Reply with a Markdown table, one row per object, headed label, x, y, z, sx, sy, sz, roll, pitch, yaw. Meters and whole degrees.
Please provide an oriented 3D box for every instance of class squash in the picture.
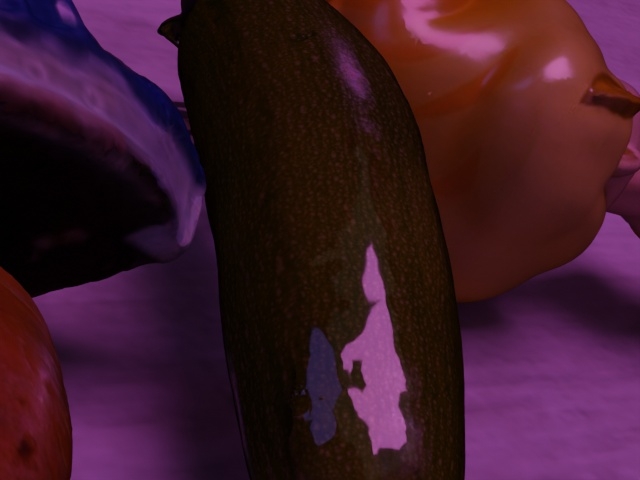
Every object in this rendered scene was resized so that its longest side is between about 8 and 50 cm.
| label | x | y | z | sx | sy | sz | roll | pitch | yaw |
| --- | --- | --- | --- | --- | --- | --- | --- | --- | --- |
| squash | 0.000 | -0.001 | 0.582 | 0.071 | 0.080 | 0.318 | -8 | 45 | -6 |

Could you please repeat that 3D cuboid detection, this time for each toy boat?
| label | x | y | z | sx | sy | sz | roll | pitch | yaw |
| --- | --- | --- | --- | --- | --- | --- | --- | --- | --- |
| toy boat | -0.150 | -0.050 | 0.519 | 0.262 | 0.114 | 0.115 | 5 | 47 | -35 |

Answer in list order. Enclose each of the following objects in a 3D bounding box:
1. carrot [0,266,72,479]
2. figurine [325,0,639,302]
| label | x | y | z | sx | sy | sz | roll | pitch | yaw |
| --- | --- | --- | --- | --- | --- | --- | --- | --- | --- |
| carrot | -0.098 | 0.067 | 0.404 | 0.087 | 0.087 | 0.193 | 24 | 25 | -13 |
| figurine | 0.088 | -0.032 | 0.752 | 0.246 | 0.131 | 0.156 | 15 | -6 | -27 |
